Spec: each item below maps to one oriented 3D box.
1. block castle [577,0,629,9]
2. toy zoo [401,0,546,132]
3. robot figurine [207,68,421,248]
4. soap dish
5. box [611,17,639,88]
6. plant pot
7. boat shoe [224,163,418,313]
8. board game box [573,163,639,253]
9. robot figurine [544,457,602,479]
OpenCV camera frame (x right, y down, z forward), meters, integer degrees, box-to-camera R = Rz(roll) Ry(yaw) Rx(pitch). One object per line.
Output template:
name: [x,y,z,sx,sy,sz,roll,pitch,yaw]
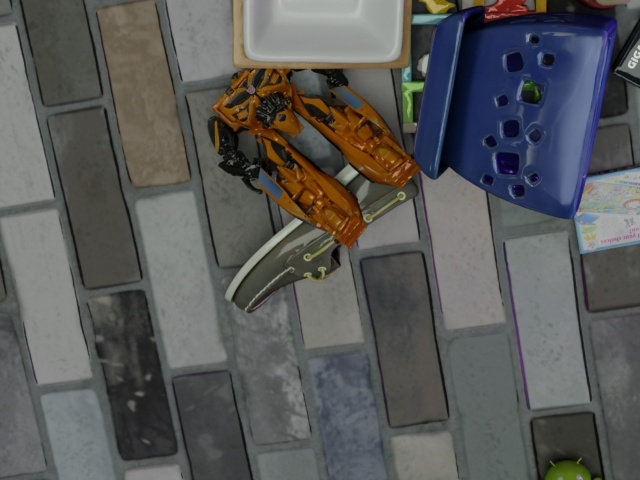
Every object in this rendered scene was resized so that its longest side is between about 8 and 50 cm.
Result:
block castle: [0.387,-0.525,1.712,0.303,0.213,0.453,41,105,-6]
toy zoo: [0.200,-0.288,1.883,0.192,0.030,0.293,1,104,6]
robot figurine: [-0.020,-0.136,1.864,0.291,0.085,0.211,42,91,23]
soap dish: [0.001,-0.366,1.823,0.228,0.118,0.291,-1,104,-7]
box: [0.504,-0.273,1.842,0.175,0.051,0.220,28,106,-1]
plant pot: [0.240,-0.173,1.778,0.212,0.236,0.236,11,105,10]
boat shoe: [-0.001,0.000,1.936,0.305,0.109,0.091,-43,85,11]
board game box: [0.414,-0.047,1.921,0.154,0.026,0.103,-10,102,9]
robot figurine: [0.349,0.360,2.009,0.101,0.067,0.115,-8,103,-2]
